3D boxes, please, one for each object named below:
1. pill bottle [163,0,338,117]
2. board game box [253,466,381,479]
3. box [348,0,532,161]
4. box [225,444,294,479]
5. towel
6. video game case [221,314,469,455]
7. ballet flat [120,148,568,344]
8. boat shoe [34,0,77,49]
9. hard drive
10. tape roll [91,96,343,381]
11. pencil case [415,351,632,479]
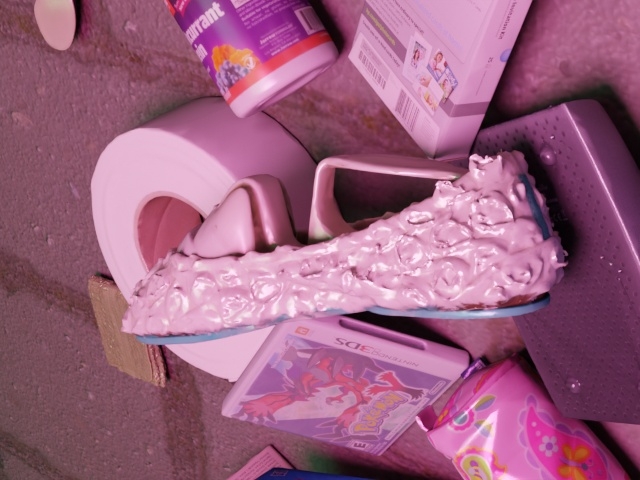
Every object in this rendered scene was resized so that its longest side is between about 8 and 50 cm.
[{"bbox_3d":[-0.077,-0.214,0.914,0.108,0.108,0.193,-30,93,49],"label":"pill bottle"},{"bbox_3d":[0.072,0.405,1.072,0.308,0.086,0.302,2,100,27],"label":"board game box"},{"bbox_3d":[0.090,-0.176,0.796,0.145,0.038,0.186,56,146,36],"label":"box"},{"bbox_3d":[-0.012,0.384,1.236,0.275,0.113,0.094,44,138,15],"label":"box"},{"bbox_3d":[-0.248,0.116,1.350,0.110,0.027,0.148,12,124,39],"label":"towel"},{"bbox_3d":[0.019,0.143,1.036,0.183,0.023,0.201,17,139,-15],"label":"video game case"},{"bbox_3d":[0.000,0.000,0.848,0.409,0.147,0.147,-7,110,32],"label":"ballet flat"},{"bbox_3d":[-0.282,-0.271,1.125,0.049,0.042,0.133,5,123,12],"label":"boat shoe"},{"bbox_3d":[0.201,0.019,0.809,0.172,0.054,0.255,-13,103,64],"label":"hard drive"},{"bbox_3d":[-0.107,0.000,1.088,0.286,0.100,0.286,23,129,31],"label":"tape roll"},{"bbox_3d":[0.213,0.231,0.912,0.284,0.124,0.124,49,138,7],"label":"pencil case"}]
